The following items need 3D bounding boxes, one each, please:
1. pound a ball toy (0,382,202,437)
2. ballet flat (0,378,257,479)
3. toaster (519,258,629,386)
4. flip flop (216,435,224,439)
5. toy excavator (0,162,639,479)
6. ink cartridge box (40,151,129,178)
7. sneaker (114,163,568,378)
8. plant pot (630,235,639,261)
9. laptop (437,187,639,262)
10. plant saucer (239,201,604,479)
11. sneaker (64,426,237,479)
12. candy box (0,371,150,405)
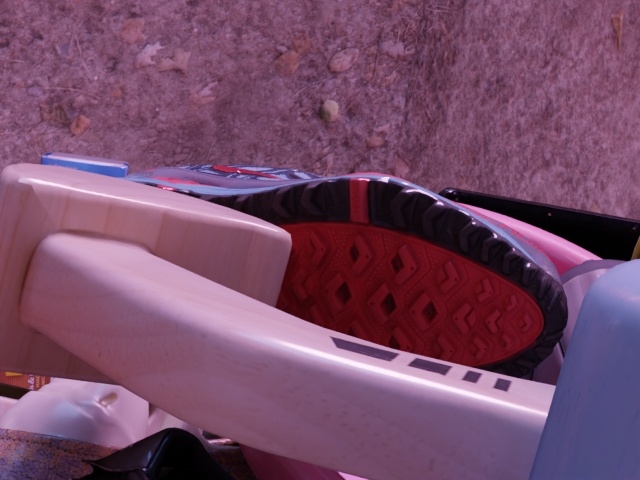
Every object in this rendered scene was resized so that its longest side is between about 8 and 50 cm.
[{"bbox_3d":[-0.248,0.053,0.991,0.319,0.136,0.208,17,-4,-29],"label":"pound a ball toy"},{"bbox_3d":[-0.093,0.116,0.914,0.316,0.106,0.107,8,-4,-37],"label":"ballet flat"},{"bbox_3d":[0.192,0.110,0.753,0.227,0.129,0.146,15,38,-13],"label":"toaster"},{"bbox_3d":[0.011,0.133,1.194,0.112,0.080,0.277,8,4,-30],"label":"flip flop"},{"bbox_3d":[0.098,0.077,0.537,0.445,0.222,0.433,16,6,-10],"label":"toy excavator"},{"bbox_3d":[-0.222,0.019,1.491,0.082,0.191,0.139,8,3,-7],"label":"ink cartridge box"},{"bbox_3d":[0.000,0.000,0.782,0.262,0.104,0.125,10,21,25],"label":"sneaker"},{"bbox_3d":[0.400,0.105,0.994,0.366,0.366,0.353,10,15,-6],"label":"plant pot"},{"bbox_3d":[0.125,0.052,1.755,0.382,0.408,0.236,7,38,-37],"label":"laptop"},{"bbox_3d":[0.093,0.105,0.892,0.332,0.084,0.332,17,33,-11],"label":"plant saucer"},{"bbox_3d":[-0.087,0.128,0.720,0.234,0.106,0.078,13,6,36],"label":"sneaker"},{"bbox_3d":[-0.174,0.087,1.174,0.053,0.109,0.186,13,5,41],"label":"candy box"}]
